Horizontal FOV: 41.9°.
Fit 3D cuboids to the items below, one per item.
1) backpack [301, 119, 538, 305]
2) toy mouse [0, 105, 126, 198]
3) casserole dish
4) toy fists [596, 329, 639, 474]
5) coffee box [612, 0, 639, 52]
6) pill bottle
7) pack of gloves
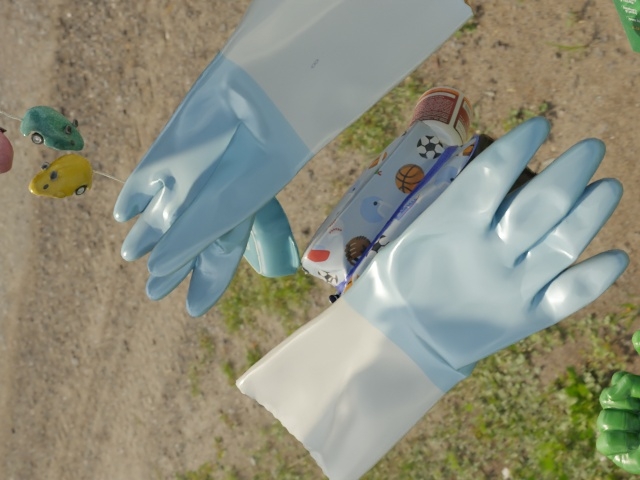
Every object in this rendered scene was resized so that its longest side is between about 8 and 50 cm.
[{"bbox_3d":[0.107,0.015,0.894,0.213,0.276,0.263,44,176,11],"label":"backpack"},{"bbox_3d":[-0.277,-0.097,0.791,0.143,0.161,0.031,49,130,23],"label":"toy mouse"},{"bbox_3d":[-0.083,-0.034,0.866,0.188,0.037,0.114,49,159,35],"label":"casserole dish"},{"bbox_3d":[0.483,0.193,1.167,0.142,0.096,0.279,28,91,39],"label":"toy fists"},{"bbox_3d":[0.357,-0.261,0.875,0.113,0.040,0.184,34,170,50],"label":"coffee box"},{"bbox_3d":[0.165,-0.150,1.196,0.086,0.152,0.086,11,131,13],"label":"pill bottle"},{"bbox_3d":[0.000,0.000,0.371,0.195,0.046,0.232,46,125,6],"label":"pack of gloves"}]
